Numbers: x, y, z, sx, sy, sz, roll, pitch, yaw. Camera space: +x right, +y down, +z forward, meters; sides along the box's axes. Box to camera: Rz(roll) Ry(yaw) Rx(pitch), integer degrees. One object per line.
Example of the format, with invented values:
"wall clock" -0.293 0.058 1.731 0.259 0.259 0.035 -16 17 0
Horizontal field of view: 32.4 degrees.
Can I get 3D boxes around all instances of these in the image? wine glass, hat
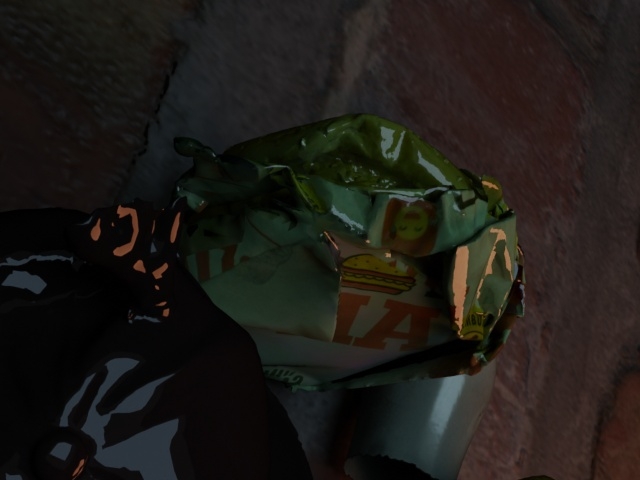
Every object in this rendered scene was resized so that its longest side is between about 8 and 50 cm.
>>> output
"wine glass" 0.082 0.086 0.791 0.093 0.093 0.202 42 55 -32
"hat" -0.088 0.120 0.503 0.336 0.209 0.238 41 74 -30

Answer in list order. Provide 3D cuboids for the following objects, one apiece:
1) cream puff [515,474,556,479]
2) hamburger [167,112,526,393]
"cream puff" 0.093 0.272 0.694 0.281 0.185 0.282 -2 102 -11
"hamburger" -0.003 0.000 0.645 0.235 0.214 0.125 38 45 -27
